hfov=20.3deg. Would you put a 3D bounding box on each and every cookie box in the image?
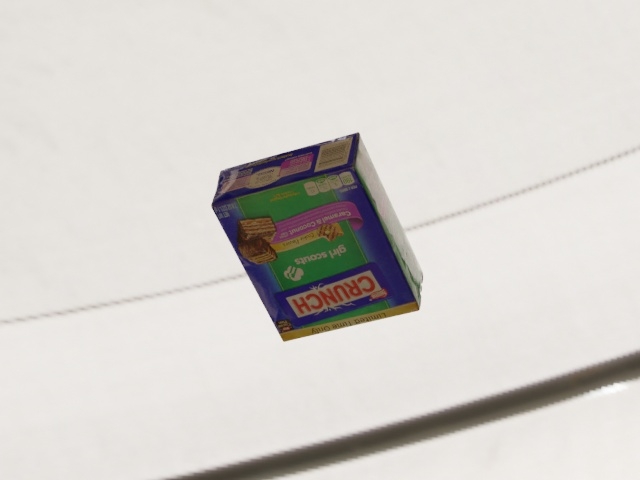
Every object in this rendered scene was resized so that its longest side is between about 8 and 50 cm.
[{"bbox_3d":[0.000,0.000,1.040,0.091,0.107,0.040,-15,-147,20],"label":"cookie box"}]
